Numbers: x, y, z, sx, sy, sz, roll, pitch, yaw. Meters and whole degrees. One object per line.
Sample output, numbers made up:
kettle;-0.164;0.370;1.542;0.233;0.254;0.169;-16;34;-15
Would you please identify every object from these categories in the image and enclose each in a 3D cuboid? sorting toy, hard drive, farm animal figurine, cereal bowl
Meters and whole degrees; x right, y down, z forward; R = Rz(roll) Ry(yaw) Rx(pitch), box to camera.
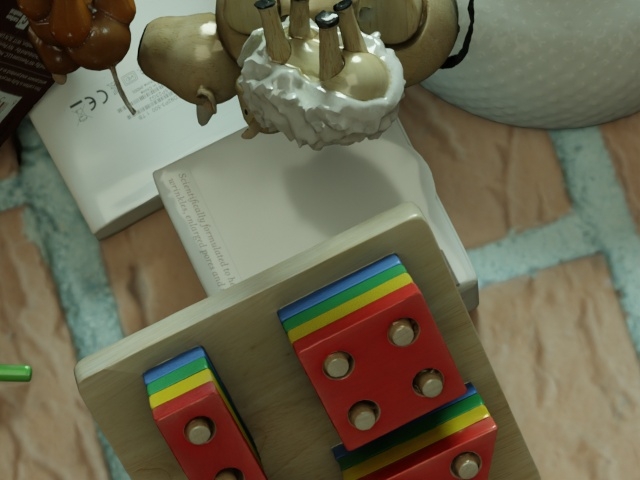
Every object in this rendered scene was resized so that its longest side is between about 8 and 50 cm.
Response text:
sorting toy;0.005;0.146;1.219;0.257;0.089;0.255;-26;120;-1
hard drive;-0.159;-0.181;1.409;0.203;0.040;0.307;-29;76;-1
farm animal figurine;-0.042;-0.174;1.259;0.327;0.172;0.330;13;42;24
cereal bowl;0.177;-0.263;1.345;0.339;0.141;0.339;-1;77;6

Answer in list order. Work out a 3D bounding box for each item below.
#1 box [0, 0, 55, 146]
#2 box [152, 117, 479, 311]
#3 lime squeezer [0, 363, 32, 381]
box;-0.308;-0.180;1.325;0.203;0.168;0.167;45;101;16
box;0.000;0.000;1.313;0.182;0.119;0.181;-26;76;-1
lime squeezer;-0.372;0.051;1.381;0.310;0.059;0.110;36;53;13
